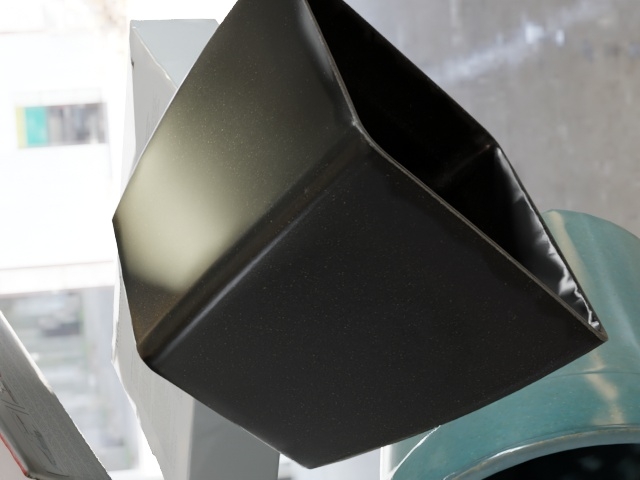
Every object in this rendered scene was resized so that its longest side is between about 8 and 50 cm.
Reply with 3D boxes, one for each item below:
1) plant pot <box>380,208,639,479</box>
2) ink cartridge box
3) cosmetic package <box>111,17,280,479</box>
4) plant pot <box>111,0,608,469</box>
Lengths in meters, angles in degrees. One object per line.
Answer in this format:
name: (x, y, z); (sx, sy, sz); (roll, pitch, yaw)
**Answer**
plant pot: (0.186, 0.167, 1.221); (0.334, 0.341, 0.341); (-92, 4, -56)
ink cartridge box: (-0.243, 0.061, 1.005); (0.275, 0.060, 0.239); (54, 179, 13)
cosmetic package: (-0.110, 0.021, 1.460); (0.284, 0.097, 0.377); (-129, 39, -53)
plant pot: (0.000, 0.000, 0.807); (0.187, 0.167, 0.188); (38, -160, -34)
